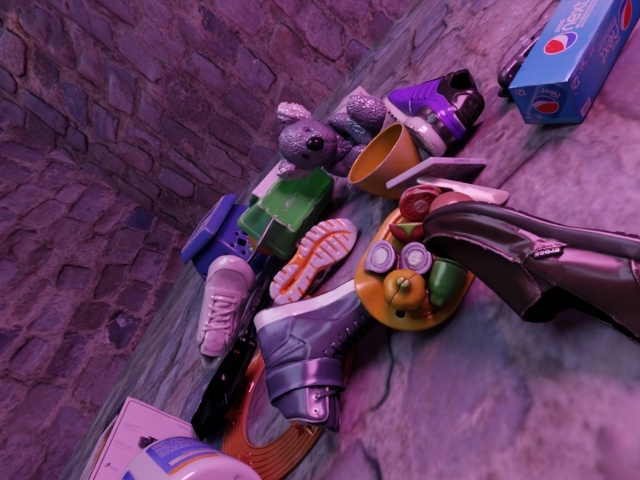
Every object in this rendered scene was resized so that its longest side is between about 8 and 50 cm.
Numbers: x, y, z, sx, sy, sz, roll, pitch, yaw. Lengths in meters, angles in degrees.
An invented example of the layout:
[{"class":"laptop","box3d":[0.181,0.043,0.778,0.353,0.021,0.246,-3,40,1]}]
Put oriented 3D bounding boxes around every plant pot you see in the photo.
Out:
[{"class":"plant pot","box3d":[0.130,-0.126,0.718,0.134,0.095,0.134,-45,20,21]},{"class":"plant pot","box3d":[-0.299,0.006,1.306,0.236,0.212,0.235,-36,25,38]}]

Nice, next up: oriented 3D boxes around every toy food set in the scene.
[{"class":"toy food set","box3d":[0.122,-0.005,0.464,0.128,0.071,0.217,24,72,26]}]

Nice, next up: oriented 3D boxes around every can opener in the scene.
[{"class":"can opener","box3d":[0.335,-0.293,0.590,0.186,0.059,0.073,-49,19,14]}]

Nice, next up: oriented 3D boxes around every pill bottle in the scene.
[{"class":"pill bottle","box3d":[-0.185,0.348,0.530,0.272,0.152,0.152,-26,33,54]}]

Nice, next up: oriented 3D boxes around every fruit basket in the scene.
[{"class":"fruit basket","box3d":[-0.117,-0.060,1.062,0.327,0.165,0.353,-54,10,-28]}]

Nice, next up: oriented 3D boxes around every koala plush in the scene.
[{"class":"koala plush","box3d":[0.012,-0.206,0.871,0.203,0.222,0.196,-107,15,-73]}]

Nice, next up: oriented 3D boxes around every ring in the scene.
[{"class":"ring","box3d":[-0.066,0.222,0.659,0.336,0.032,0.336,-46,20,21]}]

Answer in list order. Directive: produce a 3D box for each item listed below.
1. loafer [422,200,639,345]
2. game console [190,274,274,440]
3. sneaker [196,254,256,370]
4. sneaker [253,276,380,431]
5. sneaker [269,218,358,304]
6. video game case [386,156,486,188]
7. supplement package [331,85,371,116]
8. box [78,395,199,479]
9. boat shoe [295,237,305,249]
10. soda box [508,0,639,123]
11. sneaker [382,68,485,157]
[{"class":"loafer","box3d":[0.168,0.024,0.325,0.220,0.080,0.078,18,80,51]},{"class":"game console","box3d":[-0.160,0.209,0.827,0.213,0.044,0.361,-54,11,42]},{"class":"sneaker","box3d":[-0.221,0.174,0.932,0.152,0.114,0.305,-98,22,-55]},{"class":"sneaker","box3d":[0.034,0.139,0.497,0.226,0.086,0.163,-21,53,9]},{"class":"sneaker","box3d":[-0.012,0.041,0.788,0.215,0.084,0.083,-44,-16,-7]},{"class":"video game case","box3d":[0.166,-0.096,0.577,0.087,0.122,0.011,-27,74,52]},{"class":"supplement package","box3d":[0.085,-0.338,1.181,0.179,0.105,0.105,-59,19,-17]},{"class":"box","box3d":[-0.320,0.431,0.679,0.087,0.169,0.290,-49,20,18]},{"class":"boat shoe","box3d":[0.000,-0.001,0.871,0.153,0.048,0.056,-26,33,53]},{"class":"soda box","box3d":[0.324,-0.247,0.500,0.071,0.067,0.210,18,71,53]},{"class":"sneaker","box3d":[0.218,-0.255,0.755,0.146,0.102,0.293,-42,26,16]}]
